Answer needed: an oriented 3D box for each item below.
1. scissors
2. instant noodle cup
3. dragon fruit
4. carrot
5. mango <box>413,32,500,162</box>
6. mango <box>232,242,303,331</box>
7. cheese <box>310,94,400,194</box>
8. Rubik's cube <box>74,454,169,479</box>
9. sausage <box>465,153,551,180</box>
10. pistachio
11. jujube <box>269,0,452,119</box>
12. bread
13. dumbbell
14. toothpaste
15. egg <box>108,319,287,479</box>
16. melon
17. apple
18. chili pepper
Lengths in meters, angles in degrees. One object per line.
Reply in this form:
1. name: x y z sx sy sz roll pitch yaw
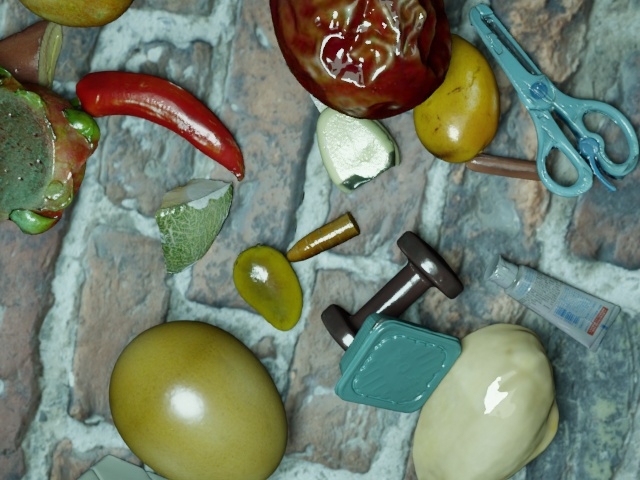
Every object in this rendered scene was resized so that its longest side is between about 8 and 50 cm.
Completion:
1. scissors: 0.378 -0.242 1.295 0.180 0.032 0.393 -35 86 -6
2. instant noodle cup: 0.114 0.186 1.212 0.179 0.070 0.157 19 112 -32
3. dragon fruit: -0.522 -0.158 1.327 0.269 0.130 0.295 2 105 15
4. carrot: 0.000 0.000 1.346 0.139 0.048 0.048 -28 90 7
5. mango: 0.224 -0.238 1.280 0.145 0.112 0.219 -5 90 15
6. mango: -0.088 0.083 1.345 0.103 0.076 0.161 -31 93 2
7. cheese: 0.030 -0.210 1.330 0.127 0.054 0.251 -31 89 7
8. Rubik's cube: -0.324 0.595 1.271 0.322 0.319 0.315 19 95 5
9. sausage: 0.321 -0.126 1.317 0.147 0.035 0.030 9 126 6
10. pistachio: 0.268 0.285 1.262 0.214 0.193 0.318 34 98 6
11. jujube: 0.056 -0.377 1.208 0.277 0.276 0.376 -9 80 6
12. bread: -0.536 -0.310 1.371 0.192 0.067 0.119 -25 90 6
13. dumbbell: 0.120 0.103 1.294 0.225 0.140 0.124 -45 127 5
14. toothpaste: 0.394 0.100 1.314 0.234 0.057 0.089 28 97 -3
15. egg: -0.197 0.278 1.277 0.322 0.250 0.250 41 96 -2
16. melon: -0.246 -0.035 1.341 0.093 0.139 0.202 34 98 25
17. apple: -0.415 -0.479 1.300 0.237 0.207 0.236 4 112 10
18. chili pepper: -0.298 -0.219 1.346 0.369 0.092 0.137 20 110 8
